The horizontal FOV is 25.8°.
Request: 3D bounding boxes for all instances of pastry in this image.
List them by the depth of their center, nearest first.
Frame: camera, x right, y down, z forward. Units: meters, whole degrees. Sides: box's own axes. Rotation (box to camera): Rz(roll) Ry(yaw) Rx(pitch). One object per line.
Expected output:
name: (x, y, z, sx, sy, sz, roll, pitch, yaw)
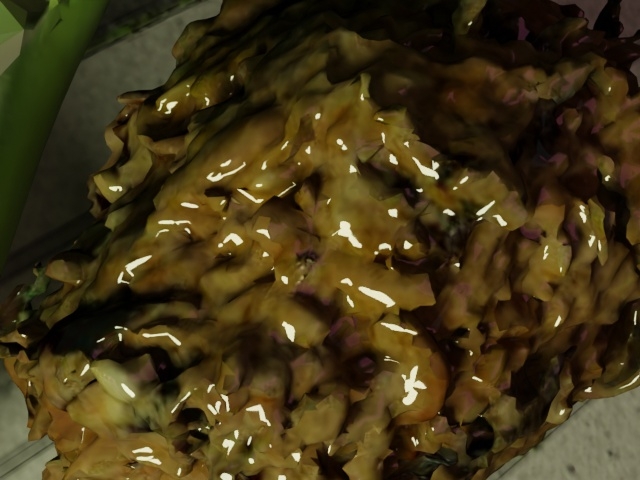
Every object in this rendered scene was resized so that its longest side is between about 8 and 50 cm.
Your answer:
pastry: (0.000, 0.000, 0.493, 0.275, 0.275, 0.193, -32, 95, -33)

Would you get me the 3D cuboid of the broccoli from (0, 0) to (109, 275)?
broccoli: (-0.064, -0.137, 0.374, 0.375, 0.249, 0.302, 13, 108, 8)
